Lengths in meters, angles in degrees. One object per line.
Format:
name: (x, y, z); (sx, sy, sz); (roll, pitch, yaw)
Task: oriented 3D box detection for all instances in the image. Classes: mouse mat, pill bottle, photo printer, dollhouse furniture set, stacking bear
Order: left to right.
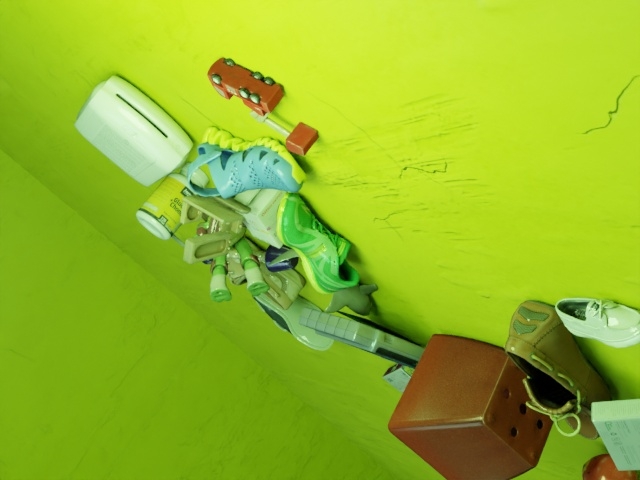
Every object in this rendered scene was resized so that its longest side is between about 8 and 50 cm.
photo printer: (-0.432, -0.250, 1.930); (0.256, 0.107, 0.307); (41, 161, -15)
pill bottle: (-0.356, -0.099, 2.040); (0.103, 0.184, 0.103); (32, 162, 12)
dollhouse furniture set: (-0.207, -0.010, 1.759); (0.123, 0.144, 0.151); (28, 117, 32)
mouse mat: (0.145, 0.223, 2.131); (0.190, 0.007, 0.153); (30, 169, -34)
stacking bear: (0.670, 0.591, 1.942); (0.164, 0.175, 0.289); (27, 153, 32)

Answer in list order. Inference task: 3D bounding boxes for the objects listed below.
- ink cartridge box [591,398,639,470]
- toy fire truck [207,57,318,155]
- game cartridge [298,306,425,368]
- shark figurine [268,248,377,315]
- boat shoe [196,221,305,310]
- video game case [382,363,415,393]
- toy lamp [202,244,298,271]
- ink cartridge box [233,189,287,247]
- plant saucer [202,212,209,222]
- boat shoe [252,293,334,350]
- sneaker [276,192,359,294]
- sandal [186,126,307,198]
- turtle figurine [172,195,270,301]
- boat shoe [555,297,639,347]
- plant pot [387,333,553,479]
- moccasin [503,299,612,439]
ink cartridge box: (0.632, 0.354, 1.524); (0.224, 0.045, 0.223); (-9, 139, 28)
toy fire truck: (-0.102, -0.234, 1.461); (0.192, 0.047, 0.135); (29, 162, 24)
game cartridge: (0.146, 0.254, 2.027); (0.355, 0.068, 0.230); (25, 176, -35)
shark figurine: (0.019, 0.110, 1.997); (0.278, 0.116, 0.166); (38, 161, -10)
boat shoe: (-0.210, 0.067, 2.284); (0.341, 0.110, 0.121); (30, 163, 9)
video game case: (0.294, 0.425, 2.384); (0.210, 0.042, 0.232); (36, 162, 3)
toy lamp: (-0.185, 0.039, 2.162); (0.275, 0.080, 0.080); (3, 147, 28)
ink cartridge box: (-0.121, -0.070, 1.833); (0.090, 0.092, 0.143); (24, 157, 37)
plant saucer: (-0.296, -0.054, 2.318); (0.083, 0.015, 0.083); (31, 161, 12)
boat shoe: (-0.078, 0.217, 2.458); (0.302, 0.114, 0.091); (44, 164, 17)
sneaker: (0.000, 0.000, 1.812); (0.123, 0.109, 0.295); (-7, 136, 28)
sandal: (-0.156, -0.133, 1.673); (0.317, 0.138, 0.126); (14, 149, 47)
turtle figurine: (-0.215, 0.026, 2.031); (0.198, 0.266, 0.275); (8, 145, -32)
boat shoe: (0.446, 0.120, 1.326); (0.063, 0.066, 0.184); (42, 171, -19)
plant pot: (0.358, 0.370, 1.824); (0.267, 0.267, 0.236); (42, 149, -18)
moccasin: (0.442, 0.271, 1.556); (0.139, 0.147, 0.380); (20, 156, 41)
